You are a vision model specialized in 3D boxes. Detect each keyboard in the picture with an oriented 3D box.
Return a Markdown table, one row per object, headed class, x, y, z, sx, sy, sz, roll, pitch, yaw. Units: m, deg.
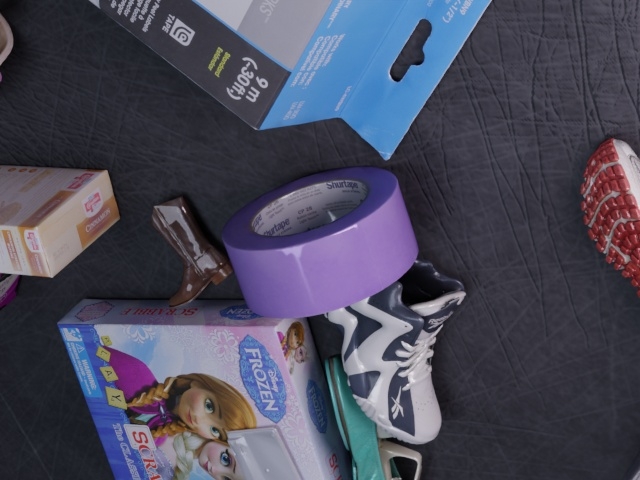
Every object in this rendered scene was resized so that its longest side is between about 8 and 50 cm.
| class | x | y | z | sx | sy | sz | roll | pitch | yaw |
| --- | --- | --- | --- | --- | --- | --- | --- | --- | --- |
| keyboard | -0.030 | 0.326 | 2.125 | 0.072 | 0.014 | 0.256 | -12 | 113 | 31 |

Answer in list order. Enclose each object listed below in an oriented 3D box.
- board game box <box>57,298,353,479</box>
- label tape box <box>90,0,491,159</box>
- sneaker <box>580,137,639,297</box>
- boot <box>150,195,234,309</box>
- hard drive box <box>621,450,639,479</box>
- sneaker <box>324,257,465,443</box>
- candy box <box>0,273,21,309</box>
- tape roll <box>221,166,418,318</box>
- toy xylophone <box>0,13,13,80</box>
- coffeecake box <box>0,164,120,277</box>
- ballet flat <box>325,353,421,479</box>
| class | x | y | z | sx | sy | sz | roll | pitch | yaw |
| --- | --- | --- | --- | --- | --- | --- | --- | --- | --- |
| board game box | -0.126 | 0.220 | 2.165 | 0.318 | 0.066 | 0.318 | -2 | 118 | 32 |
| label tape box | -0.037 | -0.247 | 1.788 | 0.348 | 0.115 | 0.249 | 39 | 131 | 7 |
| sneaker | 0.328 | 0.002 | 1.746 | 0.225 | 0.093 | 0.088 | 61 | 151 | 5 |
| boot | -0.166 | 0.012 | 2.079 | 0.106 | 0.037 | 0.114 | -35 | 100 | 28 |
| hard drive box | 0.367 | 0.210 | 1.778 | 0.089 | 0.181 | 0.232 | 34 | 131 | 9 |
| sneaker | 0.101 | 0.107 | 1.934 | 0.153 | 0.094 | 0.235 | -14 | 100 | 46 |
| candy box | -0.502 | 0.024 | 2.216 | 0.233 | 0.159 | 0.071 | 30 | 128 | 12 |
| tape roll | 0.000 | 0.000 | 1.868 | 0.189 | 0.189 | 0.080 | -3 | 115 | 33 |
| toy xylophone | -0.488 | -0.266 | 2.077 | 0.323 | 0.081 | 0.236 | 43 | 132 | 2 |
| coffeecake box | -0.349 | -0.025 | 2.100 | 0.186 | 0.142 | 0.068 | 4 | 121 | 30 |
| ballet flat | 0.067 | 0.228 | 2.055 | 0.087 | 0.083 | 0.247 | -8 | 116 | 8 |
